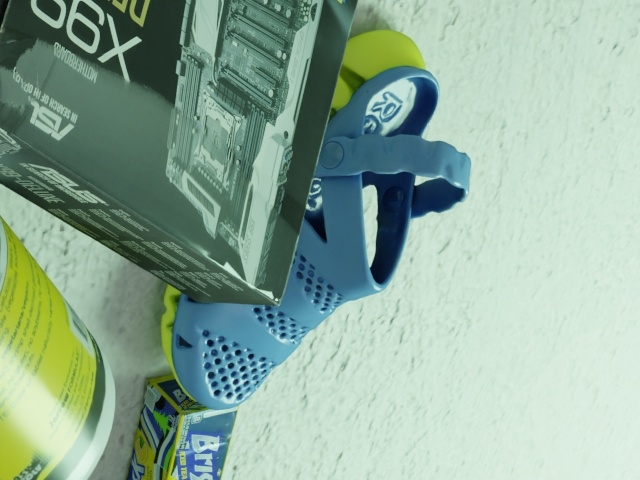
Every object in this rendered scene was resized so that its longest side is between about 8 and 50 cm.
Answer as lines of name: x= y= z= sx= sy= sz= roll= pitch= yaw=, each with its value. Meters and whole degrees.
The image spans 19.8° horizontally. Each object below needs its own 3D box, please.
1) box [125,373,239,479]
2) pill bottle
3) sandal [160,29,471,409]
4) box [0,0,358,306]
box: x=-0.117 y=0.187 z=1.462 sx=0.059 sy=0.054 sz=0.169 roll=-9 pitch=126 yaw=-37
pill bottle: x=-0.271 y=0.037 z=1.101 sx=0.188 sy=0.188 sz=0.334 roll=-41 pitch=139 yaw=-10
sandal: x=0.000 y=0.000 z=1.362 sx=0.126 sy=0.138 sz=0.317 roll=21 pitch=107 yaw=-51
box: x=-0.106 y=-0.124 z=1.130 sx=0.307 sy=0.076 sz=0.242 roll=36 pitch=62 yaw=-50
